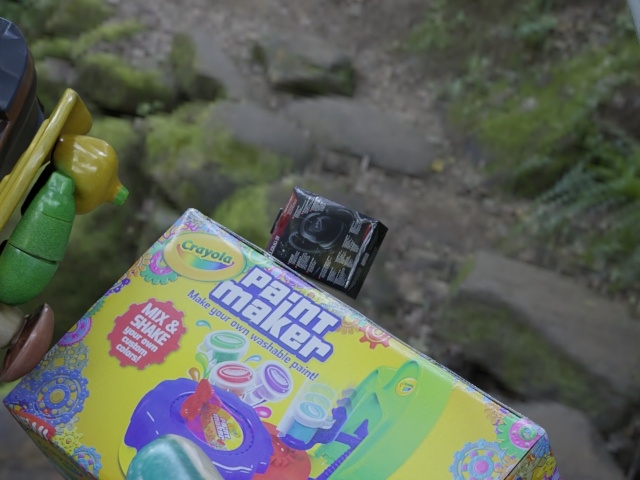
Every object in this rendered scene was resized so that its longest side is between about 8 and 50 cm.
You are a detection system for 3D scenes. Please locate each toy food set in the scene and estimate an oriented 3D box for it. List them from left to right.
[{"bbox_3d":[-0.176,0.020,0.976,0.071,0.218,0.128,32,3,-12],"label":"toy food set"}]

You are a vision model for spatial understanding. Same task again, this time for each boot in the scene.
[{"bbox_3d":[-0.237,-0.027,1.080,0.082,0.219,0.106,22,-16,14],"label":"boot"}]

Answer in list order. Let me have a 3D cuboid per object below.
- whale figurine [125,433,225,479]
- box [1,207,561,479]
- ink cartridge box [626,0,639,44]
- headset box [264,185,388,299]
[{"bbox_3d":[-0.088,0.202,0.788,0.141,0.216,0.272,-3,3,-38],"label":"whale figurine"},{"bbox_3d":[0.000,0.175,1.053,0.290,0.279,0.177,31,69,34],"label":"box"},{"bbox_3d":[0.200,-0.149,0.769,0.087,0.208,0.153,-23,-11,37],"label":"ink cartridge box"},{"bbox_3d":[0.000,0.000,1.277,0.083,0.062,0.032,23,-4,21],"label":"headset box"}]
